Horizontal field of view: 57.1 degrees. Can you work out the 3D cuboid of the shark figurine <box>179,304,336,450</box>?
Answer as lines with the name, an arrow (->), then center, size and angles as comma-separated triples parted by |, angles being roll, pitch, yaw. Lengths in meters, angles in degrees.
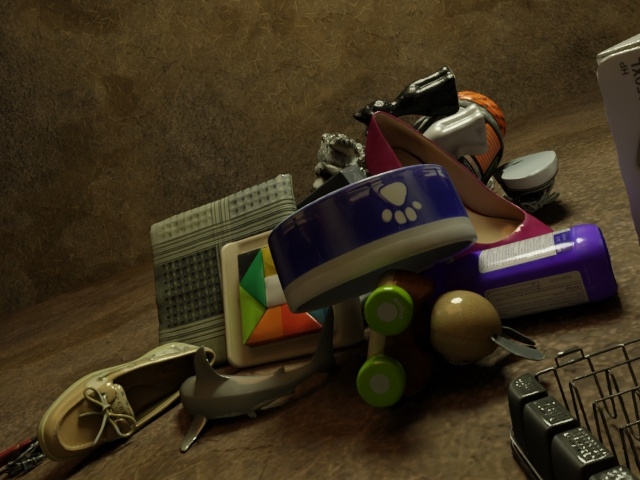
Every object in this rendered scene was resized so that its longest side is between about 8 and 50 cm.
shark figurine -> -0.111, 0.181, 0.803 | 0.278, 0.116, 0.166 | -20, 12, 19

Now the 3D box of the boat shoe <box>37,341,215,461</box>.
boat shoe -> -0.289, 0.233, 0.906 | 0.089, 0.105, 0.285 | -16, 11, 42

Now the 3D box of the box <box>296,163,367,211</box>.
box -> 0.000, 0.000, 1.138 | 0.270, 0.165, 0.143 | -37, 1, 19

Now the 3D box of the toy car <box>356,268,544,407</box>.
toy car -> 0.149, 0.115, 0.664 | 0.188, 0.149, 0.155 | 6, 4, 13

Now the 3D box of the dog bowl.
dog bowl -> 0.067, 0.003, 0.788 | 0.264, 0.104, 0.265 | -20, -11, -4

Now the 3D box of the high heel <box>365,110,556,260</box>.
high heel -> 0.212, -0.067, 0.887 | 0.377, 0.181, 0.127 | 26, 58, 37

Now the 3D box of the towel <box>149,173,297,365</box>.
towel -> -0.170, 0.067, 1.076 | 0.324, 0.312, 0.056 | -17, -19, 21

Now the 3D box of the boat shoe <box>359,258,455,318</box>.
boat shoe -> 0.173, 0.036, 1.011 | 0.320, 0.118, 0.103 | -21, 47, -14

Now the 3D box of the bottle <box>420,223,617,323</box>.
bottle -> 0.234, 0.057, 0.782 | 0.282, 0.092, 0.118 | -17, 6, 24

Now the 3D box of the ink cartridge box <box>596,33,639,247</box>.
ink cartridge box -> 0.553, -0.166, 0.745 | 0.394, 0.286, 0.166 | -28, 13, -31

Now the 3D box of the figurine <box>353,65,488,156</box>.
figurine -> 0.190, -0.222, 1.149 | 0.209, 0.092, 0.215 | -21, 51, 1

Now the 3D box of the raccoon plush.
raccoon plush -> 0.188, -0.174, 1.470 | 0.446, 0.299, 0.216 | -26, 11, -26

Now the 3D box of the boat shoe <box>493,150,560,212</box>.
boat shoe -> 0.431, -0.113, 1.219 | 0.113, 0.105, 0.306 | -28, 3, 4

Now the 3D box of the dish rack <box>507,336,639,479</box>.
dish rack -> 0.287, 0.122, 0.425 | 0.271, 0.074, 0.208 | -20, 12, 0

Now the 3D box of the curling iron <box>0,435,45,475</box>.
curling iron -> -0.553, 0.374, 0.912 | 0.273, 0.035, 0.068 | -22, 10, -6

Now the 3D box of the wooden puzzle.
wooden puzzle -> -0.057, 0.079, 0.957 | 0.238, 0.221, 0.044 | -15, -21, 22

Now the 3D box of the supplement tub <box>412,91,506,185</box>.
supplement tub -> 0.262, -0.160, 1.269 | 0.207, 0.207, 0.338 | -8, 36, 51
